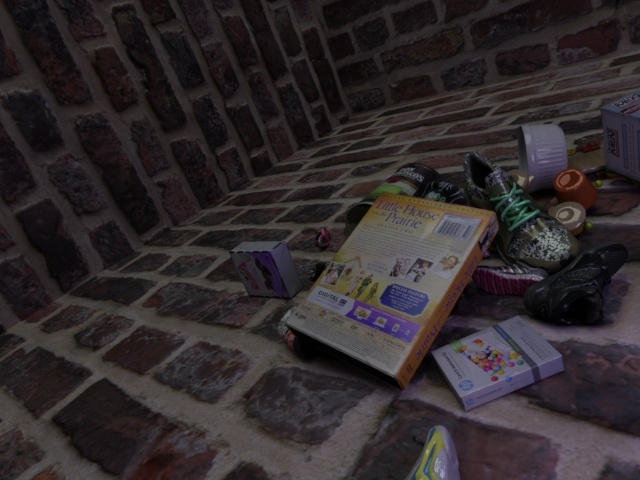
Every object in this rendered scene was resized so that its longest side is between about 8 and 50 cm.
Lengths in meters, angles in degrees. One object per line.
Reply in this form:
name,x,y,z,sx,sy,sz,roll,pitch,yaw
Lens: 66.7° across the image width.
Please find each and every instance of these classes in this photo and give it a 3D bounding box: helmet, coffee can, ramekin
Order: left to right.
coffee can,0.235,-0.085,1.457,0.201,0.201,0.275,0,31,45
helmet,0.307,-0.074,1.274,0.169,0.169,0.161,3,39,47
ramekin,0.655,-0.246,1.440,0.109,0.207,0.207,-5,25,17

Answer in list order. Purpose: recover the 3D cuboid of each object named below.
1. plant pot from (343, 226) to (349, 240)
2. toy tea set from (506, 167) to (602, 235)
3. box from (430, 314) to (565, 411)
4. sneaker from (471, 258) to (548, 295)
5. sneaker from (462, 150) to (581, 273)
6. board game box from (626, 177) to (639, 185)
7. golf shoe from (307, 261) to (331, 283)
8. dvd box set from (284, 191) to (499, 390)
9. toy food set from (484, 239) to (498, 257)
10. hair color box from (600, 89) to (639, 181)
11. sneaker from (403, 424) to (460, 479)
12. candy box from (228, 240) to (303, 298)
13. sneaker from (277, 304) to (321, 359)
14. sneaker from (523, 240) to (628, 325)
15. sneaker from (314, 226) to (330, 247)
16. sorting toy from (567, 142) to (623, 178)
plant pot,0.114,-0.002,1.564,0.083,0.083,0.079,-15,35,19
toy tea set,0.570,-0.086,1.306,0.336,0.124,0.200,8,65,47
box,0.314,0.217,0.881,0.186,0.038,0.145,-23,21,1
sneaker,0.422,0.078,1.077,0.170,0.063,0.075,5,34,41
sneaker,0.445,-0.080,1.165,0.158,0.182,0.410,-38,39,8
board game box,0.881,-0.212,1.341,0.092,0.043,0.181,-15,22,19
golf shoe,0.086,0.073,1.293,0.120,0.105,0.273,-7,-9,-42
dvd box set,0.154,0.078,1.060,0.307,0.062,0.420,16,59,41
toy food set,0.444,0.019,1.253,0.122,0.019,0.078,-12,23,22
hair color box,0.831,-0.208,1.113,0.113,0.185,0.374,-26,30,-2
sneaker,0.119,0.357,0.664,0.126,0.091,0.240,-13,24,25
candy box,-0.168,0.089,1.483,0.196,0.165,0.070,-2,27,42
sneaker,0.020,0.174,1.200,0.270,0.090,0.145,-34,26,-21
sneaker,0.519,0.089,0.926,0.227,0.087,0.130,-29,24,-8
sneaker,0.000,0.000,1.715,0.057,0.047,0.119,-36,14,21
sorting toy,0.790,-0.219,1.445,0.132,0.046,0.274,-15,23,18
